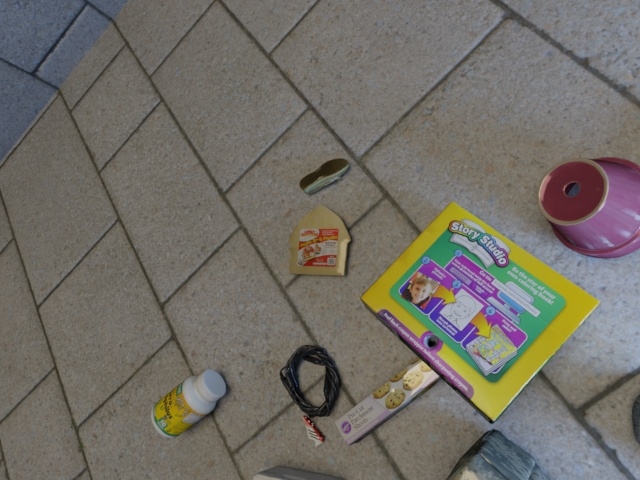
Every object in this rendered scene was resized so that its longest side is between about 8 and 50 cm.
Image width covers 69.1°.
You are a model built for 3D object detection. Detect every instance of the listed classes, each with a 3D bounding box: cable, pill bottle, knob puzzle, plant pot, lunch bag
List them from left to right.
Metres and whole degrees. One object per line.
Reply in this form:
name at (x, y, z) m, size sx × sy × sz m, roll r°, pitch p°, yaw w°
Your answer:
pill bottle at (-0.374, 0.462, 1.330) m, size 0.208 × 0.117 × 0.118 m, roll -39°, pitch 64°, yaw 15°
cable at (-0.018, 0.368, 1.210) m, size 0.150 × 0.047 × 0.184 m, roll -42°, pitch 60°, yaw 8°
knob puzzle at (0.000, 0.000, 1.287) m, size 0.213 × 0.030 × 0.213 m, roll -7°, pitch 76°, yaw 27°
lunch bag at (0.342, 0.517, 0.830) m, size 0.256 × 0.305 × 0.213 m, roll 34°, pitch 96°, yaw 31°
plant pot at (0.524, -0.075, 0.905) m, size 0.201 × 0.180 × 0.202 m, roll -17°, pitch 68°, yaw 49°

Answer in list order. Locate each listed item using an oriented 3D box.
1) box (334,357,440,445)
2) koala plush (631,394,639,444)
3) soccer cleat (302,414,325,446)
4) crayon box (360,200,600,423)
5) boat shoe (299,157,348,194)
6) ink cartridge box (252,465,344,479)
box at (0.177, 0.361, 1.090) m, size 0.324 × 0.063 × 0.067 m, roll -41°, pitch 61°, yaw 14°
koala plush at (0.634, 0.332, 0.762) m, size 0.203 × 0.221 × 0.196 m, roll 29°, pitch 94°, yaw 30°
soccer cleat at (-0.024, 0.487, 1.190) m, size 0.036 × 0.029 × 0.083 m, roll -47°, pitch 66°, yaw 6°
crayon box at (0.324, 0.140, 1.001) m, size 0.313 × 0.106 × 0.363 m, roll -45°, pitch 61°, yaw -6°
boat shoe at (0.015, -0.179, 1.317) m, size 0.153 × 0.048 × 0.056 m, roll -30°, pitch 54°, yaw 12°
ink cartridge box at (-0.056, 0.709, 1.104) m, size 0.207 × 0.117 × 0.283 m, roll -3°, pitch 78°, yaw 28°
